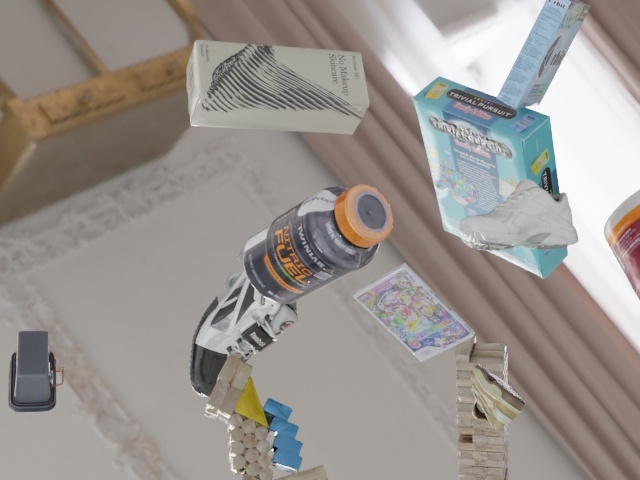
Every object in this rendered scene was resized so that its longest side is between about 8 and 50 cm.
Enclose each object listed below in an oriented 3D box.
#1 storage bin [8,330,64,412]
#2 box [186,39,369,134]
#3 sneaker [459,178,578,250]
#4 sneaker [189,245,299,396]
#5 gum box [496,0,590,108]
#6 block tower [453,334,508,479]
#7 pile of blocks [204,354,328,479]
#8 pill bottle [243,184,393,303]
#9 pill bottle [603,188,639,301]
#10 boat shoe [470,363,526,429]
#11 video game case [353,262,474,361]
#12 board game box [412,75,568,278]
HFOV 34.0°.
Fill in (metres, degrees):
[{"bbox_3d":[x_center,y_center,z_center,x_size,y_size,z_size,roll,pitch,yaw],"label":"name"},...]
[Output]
[{"bbox_3d":[-0.518,0.232,1.909,0.098,0.135,0.091,1,137,-15],"label":"storage bin"},{"bbox_3d":[-0.069,-0.241,1.662,0.275,0.113,0.094,0,154,-18],"label":"box"},{"bbox_3d":[0.315,-0.042,1.698,0.232,0.115,0.090,-1,174,-34],"label":"sneaker"},{"bbox_3d":[-0.123,0.148,1.924,0.330,0.146,0.122,-64,149,-7],"label":"sneaker"},{"bbox_3d":[0.363,-0.306,1.696,0.157,0.041,0.184,-19,138,-63],"label":"gum box"},{"bbox_3d":[0.312,0.353,2.008,0.097,0.335,0.091,0,-160,16],"label":"block tower"},{"bbox_3d":[-0.076,0.350,1.563,0.149,0.362,0.112,-11,163,-14],"label":"pile of blocks"},{"bbox_3d":[0.000,0.000,1.560,0.130,0.130,0.246,-33,-178,-42],"label":"pill bottle"},{"bbox_3d":[0.683,0.093,1.843,0.224,0.392,0.224,-17,151,-10],"label":"pill bottle"},{"bbox_3d":[0.264,0.251,1.662,0.072,0.068,0.190,-57,-176,4],"label":"boat shoe"},{"bbox_3d":[0.109,0.086,1.228,0.087,0.122,0.011,-33,-160,40],"label":"video game case"},{"bbox_3d":[0.316,-0.115,1.920,0.079,0.254,0.336,-41,136,-23],"label":"board game box"}]
